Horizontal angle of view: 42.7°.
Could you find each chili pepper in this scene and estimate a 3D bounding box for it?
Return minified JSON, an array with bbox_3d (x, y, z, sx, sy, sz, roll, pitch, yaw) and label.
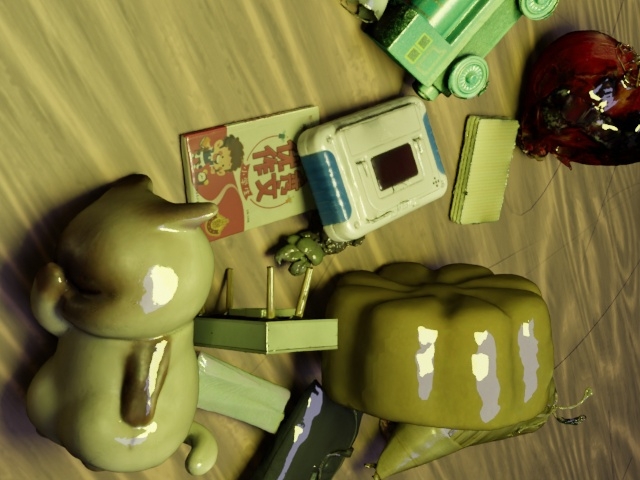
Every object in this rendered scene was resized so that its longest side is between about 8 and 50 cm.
[{"bbox_3d":[0.157,0.391,1.592,0.050,0.041,0.153,-83,151,-46],"label":"chili pepper"}]

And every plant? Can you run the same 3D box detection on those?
[{"bbox_3d":[0.000,0.000,1.282,0.174,0.087,0.085,-34,86,-31],"label":"plant"}]

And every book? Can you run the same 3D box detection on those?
[{"bbox_3d":[-0.092,-0.098,1.197,0.231,0.022,0.162,-18,118,-34],"label":"book"}]

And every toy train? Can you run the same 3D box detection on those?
[{"bbox_3d":[0.223,-0.358,1.246,0.194,0.120,0.298,34,103,-36],"label":"toy train"}]

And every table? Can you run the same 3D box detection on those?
[{"bbox_3d":[-0.100,0.092,1.131,0.121,0.240,0.111,3,86,-42],"label":"table"}]

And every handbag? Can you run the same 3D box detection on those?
[{"bbox_3d":[-0.025,0.372,1.389,0.254,0.088,0.211,-60,146,-8],"label":"handbag"}]

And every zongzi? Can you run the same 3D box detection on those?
[{"bbox_3d":[0.319,0.365,1.630,0.418,0.181,0.447,-51,133,-7],"label":"zongzi"}]

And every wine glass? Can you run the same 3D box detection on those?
[{"bbox_3d":[0.094,-0.402,1.201,0.072,0.072,0.155,32,86,-43],"label":"wine glass"}]

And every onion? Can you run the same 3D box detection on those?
[{"bbox_3d":[0.505,-0.247,1.487,0.221,0.280,0.281,-39,138,-67],"label":"onion"}]

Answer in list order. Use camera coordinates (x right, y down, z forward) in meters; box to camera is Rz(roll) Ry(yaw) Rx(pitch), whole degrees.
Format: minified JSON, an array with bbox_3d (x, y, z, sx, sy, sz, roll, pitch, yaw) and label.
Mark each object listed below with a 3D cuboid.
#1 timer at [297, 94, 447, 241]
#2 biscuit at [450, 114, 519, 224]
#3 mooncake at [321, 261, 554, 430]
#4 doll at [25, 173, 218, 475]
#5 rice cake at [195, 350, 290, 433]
[{"bbox_3d":[0.092,-0.116,1.261,0.253,0.078,0.178,-27,101,-40],"label":"timer"},{"bbox_3d":[0.300,-0.129,1.507,0.121,0.040,0.199,-6,112,-42],"label":"biscuit"},{"bbox_3d":[0.182,0.153,1.303,0.378,0.378,0.201,-4,99,-39],"label":"mooncake"},{"bbox_3d":[-0.246,0.120,1.024,0.226,0.215,0.371,-11,110,-36],"label":"doll"},{"bbox_3d":[-0.131,0.240,1.284,0.221,0.042,0.080,32,81,-43],"label":"rice cake"}]
